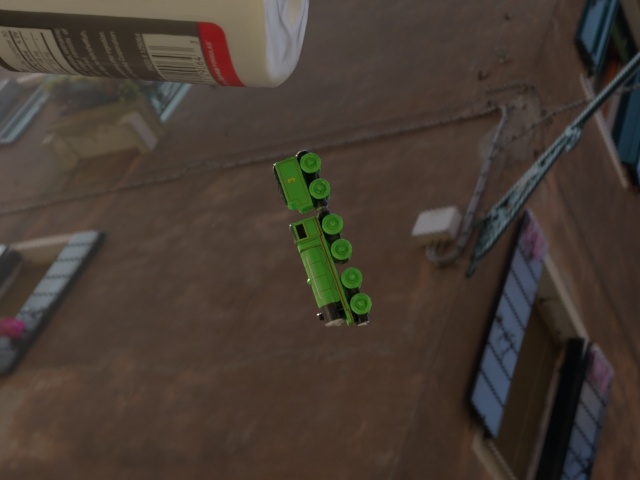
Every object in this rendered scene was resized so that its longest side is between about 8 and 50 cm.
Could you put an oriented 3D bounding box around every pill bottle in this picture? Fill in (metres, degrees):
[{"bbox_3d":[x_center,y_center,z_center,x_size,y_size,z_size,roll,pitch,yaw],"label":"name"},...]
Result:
[{"bbox_3d":[-0.176,-0.211,0.725,0.318,0.176,0.176,6,-41,10],"label":"pill bottle"}]

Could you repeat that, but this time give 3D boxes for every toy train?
[{"bbox_3d":[0.000,0.000,0.426,0.023,0.083,0.017,-18,-11,-4],"label":"toy train"}]
